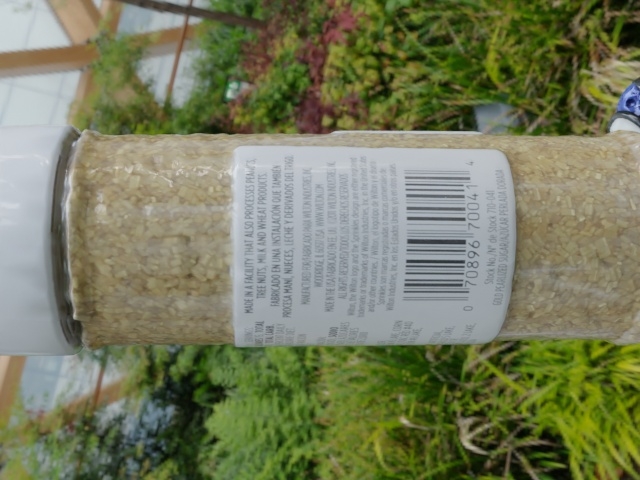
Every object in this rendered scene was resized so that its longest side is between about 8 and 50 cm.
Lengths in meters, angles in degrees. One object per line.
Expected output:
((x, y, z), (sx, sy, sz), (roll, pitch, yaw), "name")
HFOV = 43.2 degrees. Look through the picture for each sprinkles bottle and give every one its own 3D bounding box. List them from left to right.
((0.000, 0.000, 0.436), (0.121, 0.355, 0.121), (180, 90, -86), "sprinkles bottle")

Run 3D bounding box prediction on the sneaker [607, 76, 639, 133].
((0.243, -0.013, 0.451), (0.127, 0.182, 0.315), (-34, 12, 20), "sneaker")
